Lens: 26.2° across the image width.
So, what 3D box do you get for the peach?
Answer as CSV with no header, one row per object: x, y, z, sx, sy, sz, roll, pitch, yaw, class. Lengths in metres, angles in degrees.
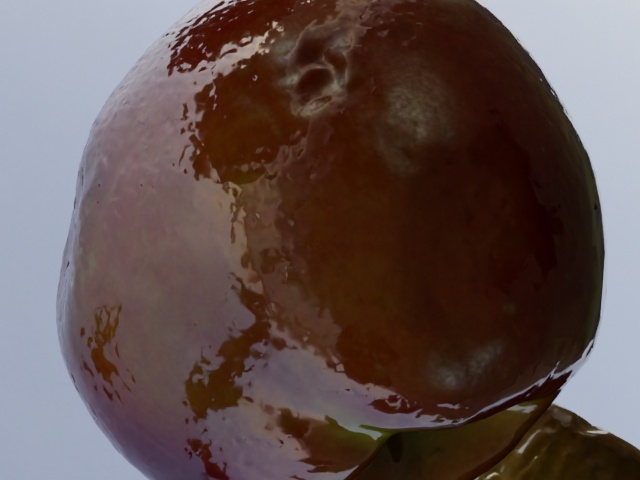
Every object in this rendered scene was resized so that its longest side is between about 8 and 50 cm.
0.000,0.000,0.580,0.199,0.243,0.243,55,-149,-60,peach

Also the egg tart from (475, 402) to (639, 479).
0.111,0.182,0.710,0.215,0.215,0.171,37,-100,-31,egg tart
